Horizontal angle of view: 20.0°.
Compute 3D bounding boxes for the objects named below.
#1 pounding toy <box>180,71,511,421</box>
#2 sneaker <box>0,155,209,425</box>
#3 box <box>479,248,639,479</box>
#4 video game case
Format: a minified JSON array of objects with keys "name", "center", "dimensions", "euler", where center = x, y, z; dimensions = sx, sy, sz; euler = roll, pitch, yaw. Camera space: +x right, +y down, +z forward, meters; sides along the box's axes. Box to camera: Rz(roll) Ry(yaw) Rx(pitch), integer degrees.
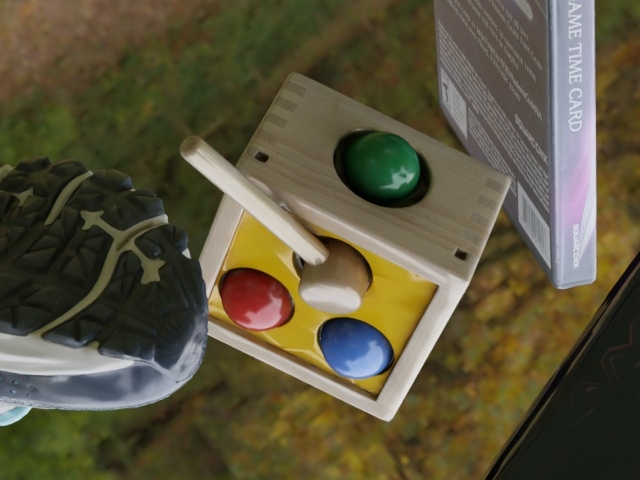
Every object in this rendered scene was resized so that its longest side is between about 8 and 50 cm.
[{"name":"pounding toy","center":[0.000,0.000,0.798],"dimensions":[0.100,0.130,0.141],"euler":[-63,178,-42]},{"name":"sneaker","center":[-0.155,0.037,0.722],"dimensions":[0.283,0.122,0.110],"euler":[8,-148,33]},{"name":"box","center":[0.083,0.100,0.501],"dimensions":[0.184,0.103,0.261],"euler":[-54,171,-28]},{"name":"video game case","center":[0.087,-0.142,0.863],"dimensions":[0.026,0.274,0.196],"euler":[-11,-147,-9]}]
